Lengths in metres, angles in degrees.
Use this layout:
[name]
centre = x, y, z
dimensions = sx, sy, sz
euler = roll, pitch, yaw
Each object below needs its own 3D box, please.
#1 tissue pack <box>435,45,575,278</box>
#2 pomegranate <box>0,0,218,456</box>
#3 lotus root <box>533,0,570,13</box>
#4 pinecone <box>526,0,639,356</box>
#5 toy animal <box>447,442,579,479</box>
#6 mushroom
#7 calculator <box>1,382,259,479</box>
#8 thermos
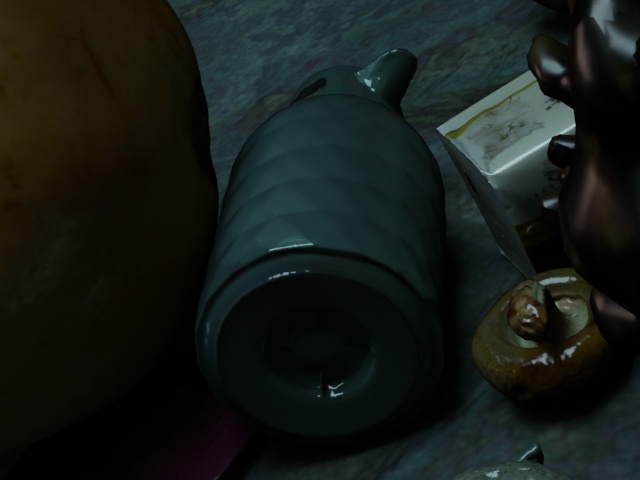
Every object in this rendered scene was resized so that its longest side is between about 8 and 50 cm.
[tissue pack]
centre = 0.166, -0.053, 1.139
dimensions = 0.148, 0.106, 0.099
euler = -32, 29, -3
[pomegranate]
centre = -0.264, -0.047, 1.184
dimensions = 0.411, 0.411, 0.411
euler = -23, 30, 14
[lotus root]
centre = 0.263, -0.286, 1.382
dimensions = 0.309, 0.173, 0.173
euler = -25, 28, -6
[pinecone]
centre = 0.260, -0.083, 0.845
dimensions = 0.397, 0.398, 0.398
euler = -23, 30, 14
[toy animal]
centre = 0.030, 0.165, 0.951
dimensions = 0.253, 0.079, 0.070
euler = -16, 10, 21
[mushroom]
centre = 0.122, 0.055, 1.036
dimensions = 0.088, 0.073, 0.129
euler = -4, 2, 16
[calculator]
centre = -0.126, 0.138, 1.186
dimensions = 0.190, 0.034, 0.127
euler = -1, 42, 43
[thermos]
centre = 0.000, 0.000, 1.189
dimensions = 0.182, 0.145, 0.286
euler = -48, 18, 27
